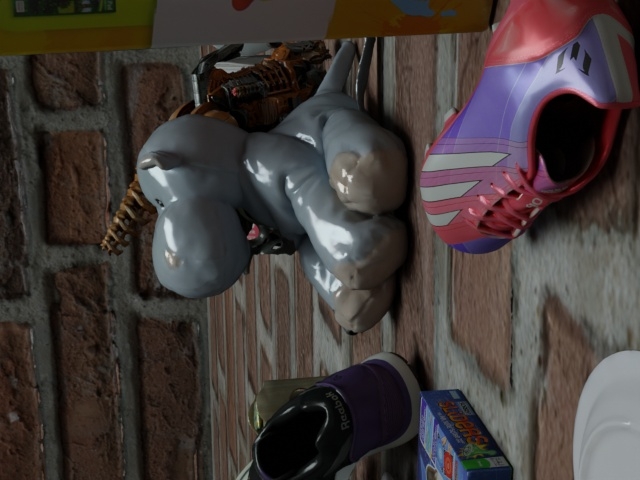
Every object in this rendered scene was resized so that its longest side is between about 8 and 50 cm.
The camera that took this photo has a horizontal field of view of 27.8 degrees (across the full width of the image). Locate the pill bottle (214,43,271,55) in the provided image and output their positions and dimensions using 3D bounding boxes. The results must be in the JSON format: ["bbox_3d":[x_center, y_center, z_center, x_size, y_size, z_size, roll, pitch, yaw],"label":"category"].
[{"bbox_3d":[-0.113,-0.367,1.688,0.278,0.162,0.162,-107,17,-51],"label":"pill bottle"}]

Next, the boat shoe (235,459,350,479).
[{"bbox_3d":[-0.042,0.426,1.491,0.156,0.186,0.500,-120,23,-56],"label":"boat shoe"}]

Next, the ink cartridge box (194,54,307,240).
[{"bbox_3d":[-0.083,-0.119,1.619,0.158,0.092,0.218,-28,-62,-65],"label":"ink cartridge box"}]

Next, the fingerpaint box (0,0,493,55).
[{"bbox_3d":[-0.056,-0.341,0.771,0.445,0.371,0.163,95,165,-44],"label":"fingerpaint box"}]

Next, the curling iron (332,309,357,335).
[{"bbox_3d":[0.000,0.000,1.482,0.274,0.068,0.035,-110,21,-44],"label":"curling iron"}]

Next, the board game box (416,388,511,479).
[{"bbox_3d":[0.106,0.234,0.999,0.136,0.035,0.201,-120,28,-68],"label":"board game box"}]

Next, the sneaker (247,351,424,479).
[{"bbox_3d":[-0.027,0.195,1.205,0.107,0.124,0.283,61,140,20],"label":"sneaker"}]

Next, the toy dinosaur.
[{"bbox_3d":[-0.106,-0.092,1.412,0.218,0.321,0.164,63,174,-29],"label":"toy dinosaur"}]

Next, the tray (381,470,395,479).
[{"bbox_3d":[0.086,0.357,1.166,0.145,0.030,0.270,97,166,-48],"label":"tray"}]

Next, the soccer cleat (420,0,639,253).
[{"bbox_3d":[0.116,-0.047,0.743,0.248,0.083,0.095,107,153,-56],"label":"soccer cleat"}]

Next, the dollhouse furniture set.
[{"bbox_3d":[-0.035,0.266,1.612,0.182,0.101,0.161,118,148,-71],"label":"dollhouse furniture set"}]

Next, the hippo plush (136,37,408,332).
[{"bbox_3d":[-0.054,-0.054,1.228,0.234,0.236,0.294,-175,82,-80],"label":"hippo plush"}]

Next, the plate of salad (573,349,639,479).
[{"bbox_3d":[0.170,0.144,0.579,0.200,0.048,0.200,167,90,-76],"label":"plate of salad"}]
